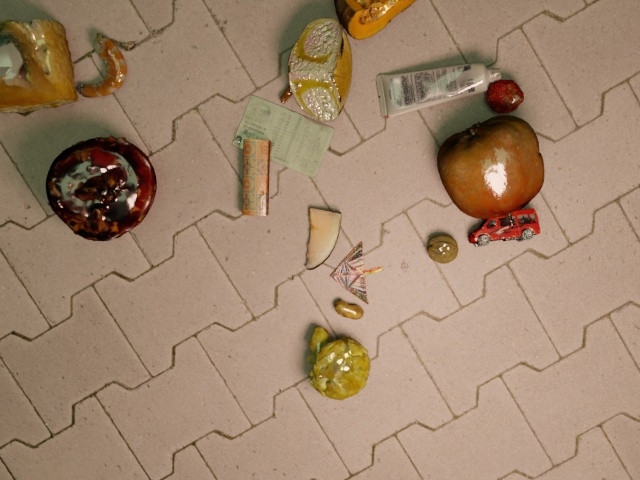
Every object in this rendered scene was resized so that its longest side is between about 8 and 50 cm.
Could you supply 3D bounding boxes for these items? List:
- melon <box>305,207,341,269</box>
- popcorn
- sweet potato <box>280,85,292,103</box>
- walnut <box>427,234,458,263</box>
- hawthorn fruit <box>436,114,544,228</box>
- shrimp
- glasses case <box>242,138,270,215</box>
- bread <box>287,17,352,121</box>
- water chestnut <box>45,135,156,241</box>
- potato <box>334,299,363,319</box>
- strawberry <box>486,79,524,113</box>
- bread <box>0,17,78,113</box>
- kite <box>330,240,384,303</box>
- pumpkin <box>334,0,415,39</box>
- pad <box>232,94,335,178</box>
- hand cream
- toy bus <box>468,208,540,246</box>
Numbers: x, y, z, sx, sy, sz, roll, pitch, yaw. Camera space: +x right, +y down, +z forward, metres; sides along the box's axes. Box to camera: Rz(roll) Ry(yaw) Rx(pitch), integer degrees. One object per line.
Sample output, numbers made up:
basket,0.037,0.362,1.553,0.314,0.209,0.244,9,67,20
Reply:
melon,0.008,-0.001,1.662,0.098,0.054,0.182,5,95,7
popcorn,0.045,0.345,1.643,0.212,0.198,0.198,43,95,22
sweet potato,-0.065,-0.469,1.623,0.044,0.044,0.179,22,101,-1
walnut,0.352,0.025,1.643,0.092,0.092,0.092,0,95,1
hawthorn fruit,0.464,-0.172,1.537,0.268,0.267,0.300,-22,102,3
shrimp,-0.637,-0.492,1.636,0.166,0.049,0.161,-28,96,11
glasses case,-0.186,-0.181,1.643,0.075,0.049,0.218,3,98,1
bread,0.007,-0.455,1.574,0.158,0.156,0.260,8,82,22
water chestnut,-0.594,-0.142,1.552,0.300,0.300,0.299,0,95,1
potato,0.082,0.206,1.683,0.092,0.046,0.045,20,53,-9
strawberry,0.515,-0.401,1.591,0.106,0.106,0.106,0,95,1
bread,-0.891,-0.467,1.535,0.396,0.264,0.239,-6,99,0
kite,0.109,0.097,1.689,0.159,0.010,0.189,-5,97,0
pumpkin,0.142,-0.646,1.567,0.248,0.126,0.130,-22,68,-22
pad,-0.108,-0.301,1.657,0.265,0.009,0.159,22,95,-1
hand cream,0.331,-0.433,1.605,0.341,0.078,0.124,-8,97,15
toy bus,0.519,-0.035,1.635,0.195,0.081,0.089,-8,86,2
